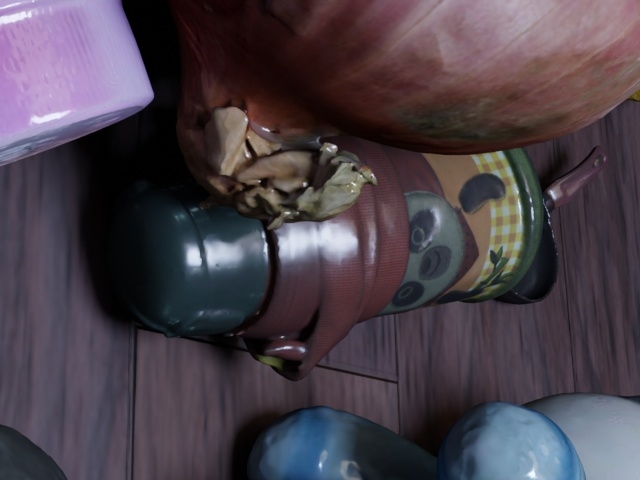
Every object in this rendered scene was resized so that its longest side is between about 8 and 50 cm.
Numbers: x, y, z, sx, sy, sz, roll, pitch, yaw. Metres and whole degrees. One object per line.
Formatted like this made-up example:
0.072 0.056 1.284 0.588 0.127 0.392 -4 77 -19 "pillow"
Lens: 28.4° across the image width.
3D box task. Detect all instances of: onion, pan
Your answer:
0.053 -0.193 0.637 0.354 0.354 0.353 20 62 -45 "onion"
0.184 -0.027 1.080 0.212 0.040 0.115 -41 108 -41 "pan"

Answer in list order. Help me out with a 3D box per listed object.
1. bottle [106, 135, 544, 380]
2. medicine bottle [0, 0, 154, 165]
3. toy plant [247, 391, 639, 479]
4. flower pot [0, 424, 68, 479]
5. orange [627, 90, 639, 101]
0.000 0.000 0.772 0.271 0.143 0.156 -11 77 -36 "bottle"
-0.190 -0.160 0.599 0.152 0.152 0.254 -26 98 -51 "medicine bottle"
0.084 0.190 0.751 0.332 0.247 0.247 13 67 -44 "toy plant"
-0.167 0.169 0.472 0.269 0.269 0.166 20 41 -45 "flower pot"
0.312 -0.209 1.239 0.154 0.134 0.154 57 19 -32 "orange"
